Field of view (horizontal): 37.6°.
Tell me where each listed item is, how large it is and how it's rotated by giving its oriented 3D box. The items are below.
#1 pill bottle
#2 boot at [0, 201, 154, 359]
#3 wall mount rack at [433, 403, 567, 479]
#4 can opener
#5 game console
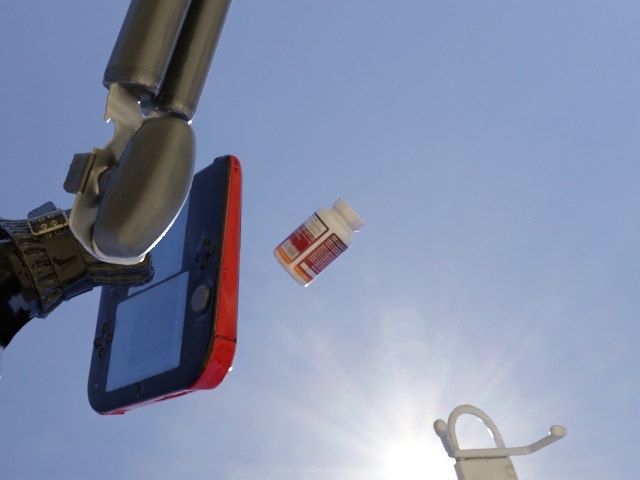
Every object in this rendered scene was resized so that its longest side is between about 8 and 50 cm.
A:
[{"bbox_3d":[0.000,0.000,1.603,0.086,0.152,0.086,48,-177,-3],"label":"pill bottle"},{"bbox_3d":[-0.316,0.055,1.076,0.260,0.131,0.348,-2,-147,-18],"label":"boot"},{"bbox_3d":[0.250,0.363,1.260,0.304,0.130,0.350,9,-126,-40],"label":"wall mount rack"},{"bbox_3d":[-0.102,-0.112,0.655,0.074,0.093,0.280,38,-121,-53],"label":"can opener"},{"bbox_3d":[-0.244,0.079,1.429,0.060,0.387,0.341,14,-114,-36],"label":"game console"}]
